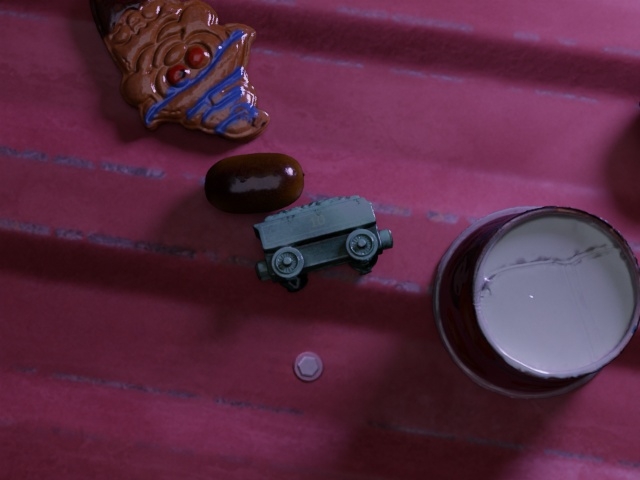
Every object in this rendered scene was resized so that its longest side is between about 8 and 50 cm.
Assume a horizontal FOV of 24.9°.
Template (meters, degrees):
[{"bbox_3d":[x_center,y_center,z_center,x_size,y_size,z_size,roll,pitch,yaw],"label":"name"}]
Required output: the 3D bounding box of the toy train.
[{"bbox_3d":[0.000,0.000,1.769,0.172,0.070,0.099,-14,74,-1],"label":"toy train"}]

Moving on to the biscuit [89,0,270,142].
[{"bbox_3d":[-0.178,-0.226,1.810,0.280,0.043,0.183,41,83,1],"label":"biscuit"}]

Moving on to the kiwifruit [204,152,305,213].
[{"bbox_3d":[-0.080,-0.070,1.773,0.124,0.075,0.075,-9,85,3],"label":"kiwifruit"}]

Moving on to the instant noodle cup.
[{"bbox_3d":[0.260,0.067,1.678,0.243,0.231,0.243,0,85,0],"label":"instant noodle cup"}]
